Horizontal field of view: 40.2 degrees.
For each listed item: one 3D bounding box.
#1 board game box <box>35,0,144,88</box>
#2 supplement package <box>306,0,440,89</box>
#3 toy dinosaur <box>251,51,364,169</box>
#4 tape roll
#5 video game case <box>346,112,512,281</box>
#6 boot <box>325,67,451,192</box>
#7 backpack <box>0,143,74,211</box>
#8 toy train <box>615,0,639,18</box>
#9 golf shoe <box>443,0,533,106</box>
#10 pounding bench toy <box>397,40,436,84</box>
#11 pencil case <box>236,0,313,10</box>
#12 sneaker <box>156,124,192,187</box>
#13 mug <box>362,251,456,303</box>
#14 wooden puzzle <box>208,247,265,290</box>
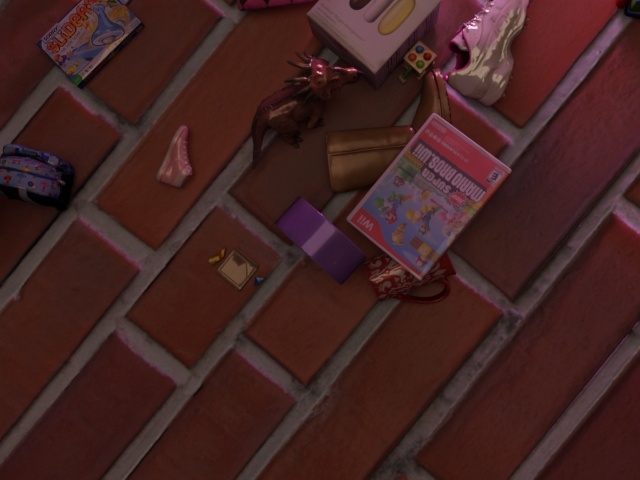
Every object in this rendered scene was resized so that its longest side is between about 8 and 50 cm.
[{"bbox_3d":[-0.508,-0.453,1.927,0.136,0.035,0.201,45,90,5],"label":"board game box"},{"bbox_3d":[0.113,-0.467,1.833,0.194,0.149,0.203,42,90,5],"label":"supplement package"},{"bbox_3d":[-0.061,-0.282,1.806,0.295,0.200,0.127,-39,85,1],"label":"toy dinosaur"},{"bbox_3d":[0.000,0.000,1.788,0.189,0.189,0.080,43,91,5],"label":"tape roll"},{"bbox_3d":[0.217,-0.089,1.764,0.204,0.025,0.285,40,92,17],"label":"video game case"},{"bbox_3d":[0.141,-0.233,1.847,0.269,0.089,0.236,-7,85,4],"label":"boot"},{"bbox_3d":[-0.618,-0.137,1.844,0.158,0.173,0.117,14,87,5],"label":"backpack"},{"bbox_3d":[0.697,-0.598,1.808,0.105,0.143,0.248,11,87,4],"label":"toy train"},{"bbox_3d":[0.351,-0.440,1.824,0.140,0.115,0.306,16,86,-9],"label":"golf shoe"},{"bbox_3d":[0.200,-0.373,1.863,0.052,0.065,0.083,43,90,5],"label":"pounding bench toy"},{"bbox_3d":[-0.084,-0.556,1.882,0.209,0.095,0.098,-9,121,1],"label":"pencil case"},{"bbox_3d":[-0.298,-0.178,1.889,0.070,0.051,0.134,24,91,3],"label":"sneaker"},{"bbox_3d":[0.189,0.069,1.814,0.169,0.113,0.150,-24,83,5],"label":"mug"},{"bbox_3d":[-0.180,0.061,1.884,0.078,0.014,0.116,-44,85,4],"label":"wooden puzzle"}]
